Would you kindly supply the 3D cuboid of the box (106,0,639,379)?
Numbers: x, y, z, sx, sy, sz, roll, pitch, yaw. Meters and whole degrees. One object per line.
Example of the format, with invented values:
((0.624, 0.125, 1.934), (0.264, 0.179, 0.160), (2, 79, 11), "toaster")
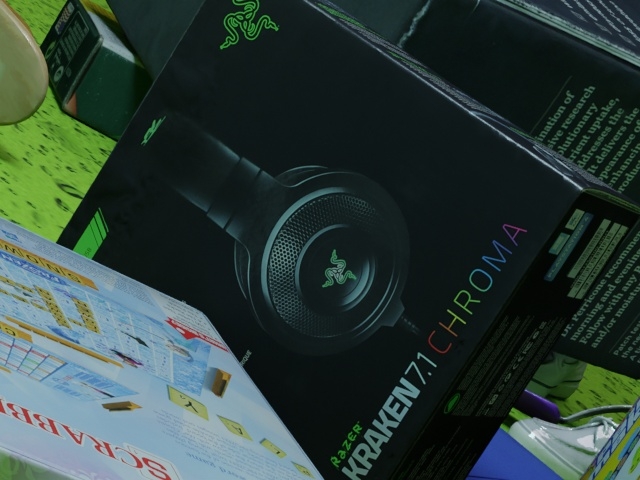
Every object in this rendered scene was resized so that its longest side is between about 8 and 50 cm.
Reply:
((0.112, -0.168, 1.727), (0.471, 0.297, 0.480), (21, 24, -36), "box")

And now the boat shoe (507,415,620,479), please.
((0.234, 0.177, 1.542), (0.184, 0.063, 0.066), (28, 10, -26), "boat shoe")

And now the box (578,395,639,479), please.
((0.270, 0.223, 0.977), (0.290, 0.177, 0.279), (33, 18, 1), "box")

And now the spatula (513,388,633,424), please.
((0.260, 0.149, 1.583), (0.296, 0.030, 0.084), (10, -17, 10), "spatula")

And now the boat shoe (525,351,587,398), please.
((0.205, 0.103, 1.787), (0.083, 0.076, 0.226), (35, 10, 19), "boat shoe")

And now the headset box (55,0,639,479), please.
((0.000, 0.000, 1.120), (0.283, 0.246, 0.131), (37, 10, 24), "headset box")

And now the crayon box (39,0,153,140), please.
((-0.115, -0.116, 1.848), (0.318, 0.081, 0.202), (28, 11, -22), "crayon box")

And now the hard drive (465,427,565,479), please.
((0.038, 0.108, 1.321), (0.318, 0.040, 0.210), (38, 11, 31), "hard drive")

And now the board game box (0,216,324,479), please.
((-0.145, 0.066, 0.864), (0.318, 0.066, 0.318), (27, 10, -30), "board game box")

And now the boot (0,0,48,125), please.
((-0.284, -0.173, 1.520), (0.295, 0.104, 0.211), (32, 9, 23), "boot")
